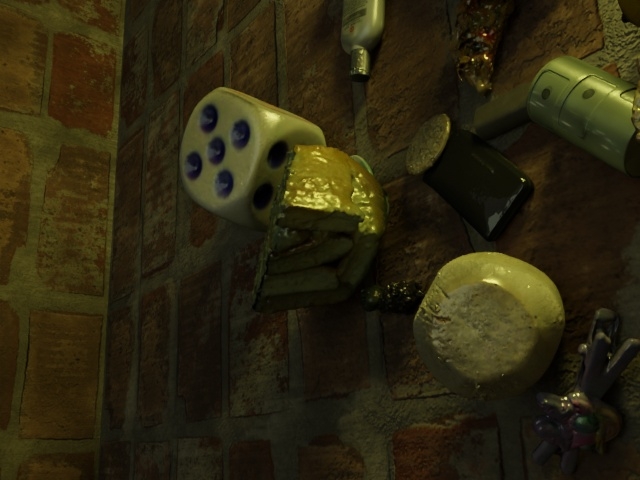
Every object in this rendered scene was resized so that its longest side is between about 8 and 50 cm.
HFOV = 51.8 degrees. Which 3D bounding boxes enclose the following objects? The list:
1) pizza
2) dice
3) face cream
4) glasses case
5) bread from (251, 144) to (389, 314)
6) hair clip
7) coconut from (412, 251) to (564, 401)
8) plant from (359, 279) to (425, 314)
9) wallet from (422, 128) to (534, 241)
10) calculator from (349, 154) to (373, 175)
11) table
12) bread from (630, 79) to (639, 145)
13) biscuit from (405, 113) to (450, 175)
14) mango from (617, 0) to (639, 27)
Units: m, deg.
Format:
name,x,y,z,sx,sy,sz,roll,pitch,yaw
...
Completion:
name,x,y,z,sx,sy,sz,roll,pitch,yaw
pizza,0.316,-0.417,1.366,0.147,0.069,0.226,25,101,50
dice,-0.179,-0.210,1.744,0.304,0.277,0.304,31,104,37
face cream,0.107,-0.546,1.669,0.144,0.071,0.291,-13,70,52
glasses case,0.380,-0.259,1.264,0.190,0.042,0.072,-22,55,48
bread,0.002,0.007,1.504,0.239,0.264,0.395,-93,16,-49
hair clip,0.409,0.242,1.034,0.090,0.137,0.278,-87,15,-83
coconut,0.284,0.141,1.117,0.245,0.247,0.245,0,89,20
plant,0.152,0.125,1.434,0.174,0.087,0.085,-11,42,46
wallet,0.307,-0.121,1.320,0.149,0.044,0.250,-57,42,21
calculator,0.091,-0.150,1.626,0.095,0.021,0.153,-56,42,27
table,0.457,-0.205,1.076,0.220,0.126,0.126,49,120,45
bread,0.537,-0.106,0.740,0.236,0.375,0.165,-10,71,48
biscuit,0.232,-0.207,1.428,0.152,0.020,0.152,-50,24,33
mango,0.588,-0.437,0.955,0.331,0.142,0.195,-36,59,39
